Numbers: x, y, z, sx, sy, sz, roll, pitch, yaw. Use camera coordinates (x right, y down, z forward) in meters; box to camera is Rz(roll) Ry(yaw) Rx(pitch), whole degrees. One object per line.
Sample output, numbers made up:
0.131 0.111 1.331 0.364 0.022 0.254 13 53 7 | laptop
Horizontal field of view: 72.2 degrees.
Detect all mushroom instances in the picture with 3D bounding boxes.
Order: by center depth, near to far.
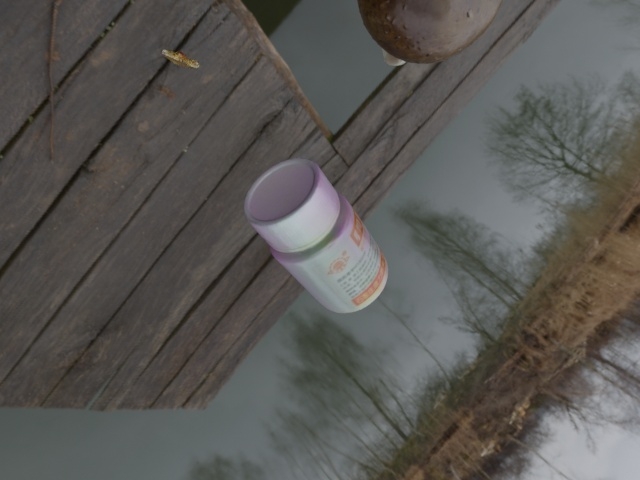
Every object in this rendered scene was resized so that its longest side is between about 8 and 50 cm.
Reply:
0.219 -0.593 0.995 0.331 0.356 0.334 -33 141 -22 | mushroom

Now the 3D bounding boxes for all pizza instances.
-0.304 -0.395 0.942 0.078 0.083 0.025 12 101 -56 | pizza

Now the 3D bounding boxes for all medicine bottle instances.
0.000 0.000 1.066 0.219 0.219 0.388 -45 133 -6 | medicine bottle

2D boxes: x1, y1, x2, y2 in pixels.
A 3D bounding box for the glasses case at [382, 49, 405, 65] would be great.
0.210 -0.604 1.244 0.051 0.081 0.204 -30 124 -35 | glasses case
